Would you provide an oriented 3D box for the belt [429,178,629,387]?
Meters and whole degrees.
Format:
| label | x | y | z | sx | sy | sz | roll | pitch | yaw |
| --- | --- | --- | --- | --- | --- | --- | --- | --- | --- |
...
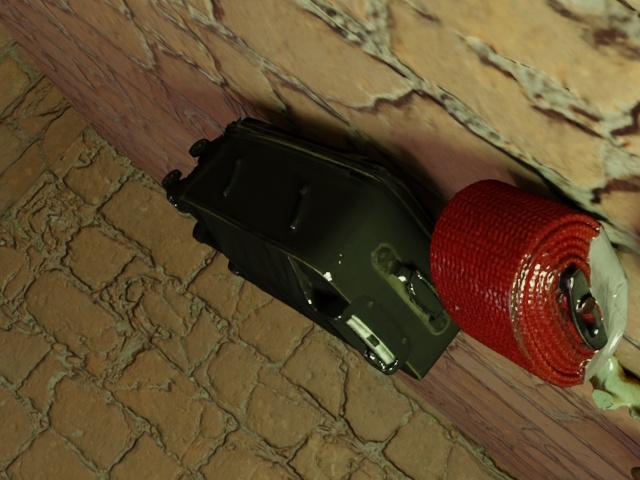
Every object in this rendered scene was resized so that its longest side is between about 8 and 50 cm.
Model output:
| label | x | y | z | sx | sy | sz | roll | pitch | yaw |
| --- | --- | --- | --- | --- | --- | --- | --- | --- | --- |
| belt | 0.191 | 0.043 | 0.694 | 0.124 | 0.128 | 0.201 | 31 | 166 | 48 |

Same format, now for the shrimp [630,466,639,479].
| label | x | y | z | sx | sy | sz | roll | pitch | yaw |
| --- | --- | --- | --- | --- | --- | --- | --- | --- | --- |
| shrimp | 0.551 | 0.406 | 1.203 | 0.217 | 0.051 | 0.115 | 42 | 177 | -15 |

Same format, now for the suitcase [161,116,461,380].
| label | x | y | z | sx | sy | sz | roll | pitch | yaw |
| --- | --- | --- | --- | --- | --- | --- | --- | --- | --- |
| suitcase | 0.000 | 0.000 | 1.030 | 0.283 | 0.194 | 0.434 | 47 | 168 | -36 |

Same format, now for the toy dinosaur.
| label | x | y | z | sx | sy | sz | roll | pitch | yaw |
| --- | --- | --- | --- | --- | --- | --- | --- | --- | --- |
| toy dinosaur | 0.338 | 0.156 | 0.923 | 0.142 | 0.057 | 0.212 | 22 | -161 | -48 |
